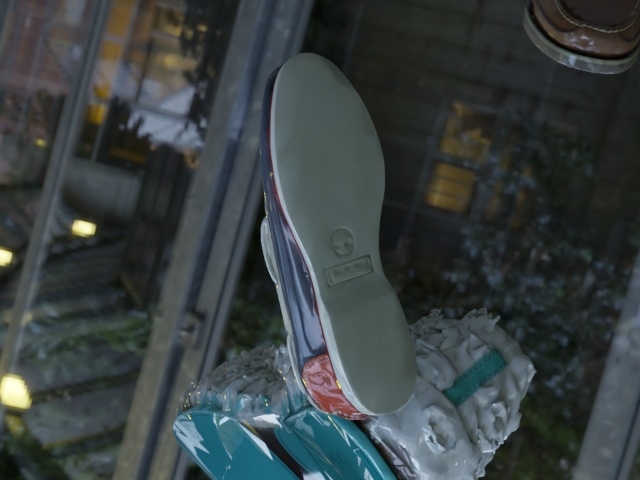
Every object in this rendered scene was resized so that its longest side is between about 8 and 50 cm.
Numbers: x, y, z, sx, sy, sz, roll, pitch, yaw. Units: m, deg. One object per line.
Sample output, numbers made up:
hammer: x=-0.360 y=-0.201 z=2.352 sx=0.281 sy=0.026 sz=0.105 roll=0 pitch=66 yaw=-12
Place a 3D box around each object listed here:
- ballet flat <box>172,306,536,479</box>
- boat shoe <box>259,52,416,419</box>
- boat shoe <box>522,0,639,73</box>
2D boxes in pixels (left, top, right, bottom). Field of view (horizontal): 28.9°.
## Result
ballet flat: x=0.019 y=0.118 z=0.834 sx=0.147 sy=0.147 sz=0.409 roll=13 pitch=167 yaw=-19
boat shoe: x=0.000 y=0.000 z=0.463 sx=0.049 sy=0.137 sz=0.043 roll=-14 pitch=-179 yaw=-32
boat shoe: x=0.258 y=-0.264 z=1.167 sx=0.111 sy=0.104 sz=0.307 roll=12 pitch=-144 yaw=2
